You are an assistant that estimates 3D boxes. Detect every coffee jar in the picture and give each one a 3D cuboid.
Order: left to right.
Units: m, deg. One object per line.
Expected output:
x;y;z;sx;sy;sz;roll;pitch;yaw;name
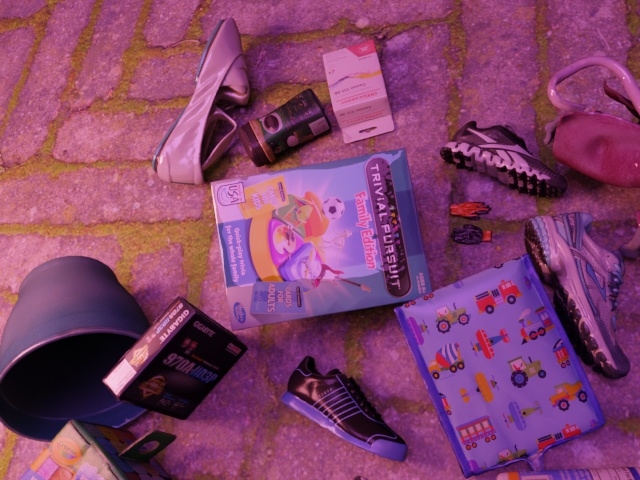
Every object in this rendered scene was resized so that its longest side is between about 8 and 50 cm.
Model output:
-0.076;-0.232;1.228;0.184;0.079;0.096;-28;64;2;coffee jar

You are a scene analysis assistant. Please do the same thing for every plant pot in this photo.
-0.436;0.172;1.061;0.271;0.272;0.255;-33;45;0;plant pot

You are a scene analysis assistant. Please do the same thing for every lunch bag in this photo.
0.272;0.205;0.899;0.220;0.138;0.294;-23;70;3;lunch bag

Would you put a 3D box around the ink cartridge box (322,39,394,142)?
0.079;-0.309;1.222;0.115;0.067;0.198;-15;63;10;ink cartridge box

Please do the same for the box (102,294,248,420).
-0.234;0.205;0.991;0.051;0.220;0.175;37;79;28;box

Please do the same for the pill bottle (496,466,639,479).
0.376;0.375;0.761;0.271;0.152;0.153;-7;64;13;pill bottle

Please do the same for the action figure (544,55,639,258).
0.548;-0.119;0.887;0.248;0.276;0.370;-34;47;-7;action figure

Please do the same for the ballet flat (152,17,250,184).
-0.228;-0.294;1.292;0.139;0.139;0.401;16;75;23;ballet flat

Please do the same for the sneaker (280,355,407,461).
0.045;0.268;0.954;0.232;0.081;0.091;22;81;26;sneaker

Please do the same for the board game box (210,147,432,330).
0.000;0.000;1.004;0.335;0.079;0.254;-10;83;2;board game box

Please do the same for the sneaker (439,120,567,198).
0.341;-0.157;1.064;0.234;0.078;0.106;27;78;28;sneaker

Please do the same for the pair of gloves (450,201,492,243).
0.272;-0.032;1.066;0.074;0.010;0.084;-2;68;15;pair of gloves

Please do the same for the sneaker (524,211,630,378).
0.425;0.070;0.916;0.122;0.110;0.283;-17;62;5;sneaker

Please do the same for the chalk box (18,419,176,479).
-0.360;0.417;0.956;0.179;0.180;0.289;34;78;27;chalk box

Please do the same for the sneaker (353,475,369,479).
0.051;0.461;0.871;0.081;0.080;0.211;9;78;14;sneaker
